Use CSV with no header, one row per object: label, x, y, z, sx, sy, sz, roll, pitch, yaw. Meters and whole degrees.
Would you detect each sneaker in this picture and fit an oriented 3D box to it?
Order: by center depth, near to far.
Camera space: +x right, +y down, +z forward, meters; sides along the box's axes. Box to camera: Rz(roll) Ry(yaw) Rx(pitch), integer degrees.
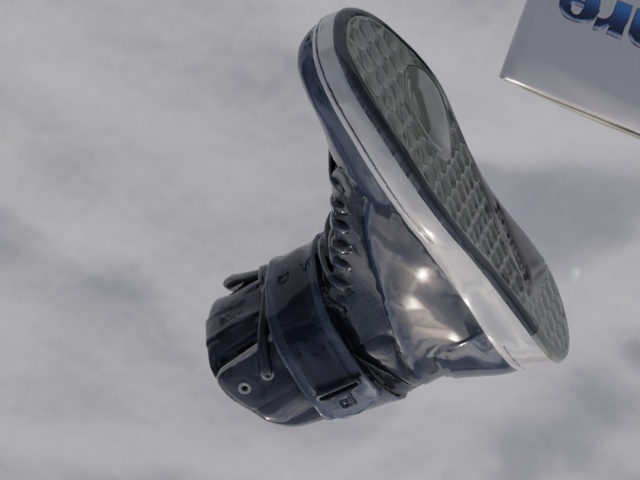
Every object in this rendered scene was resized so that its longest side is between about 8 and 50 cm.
sneaker,0.000,0.002,0.897,0.163,0.086,0.226,-16,131,21

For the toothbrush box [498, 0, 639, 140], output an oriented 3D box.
toothbrush box,0.187,-0.184,0.645,0.126,0.216,0.295,23,114,12
